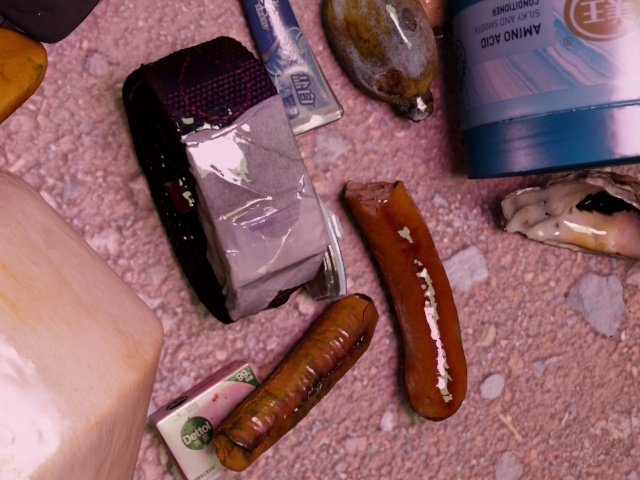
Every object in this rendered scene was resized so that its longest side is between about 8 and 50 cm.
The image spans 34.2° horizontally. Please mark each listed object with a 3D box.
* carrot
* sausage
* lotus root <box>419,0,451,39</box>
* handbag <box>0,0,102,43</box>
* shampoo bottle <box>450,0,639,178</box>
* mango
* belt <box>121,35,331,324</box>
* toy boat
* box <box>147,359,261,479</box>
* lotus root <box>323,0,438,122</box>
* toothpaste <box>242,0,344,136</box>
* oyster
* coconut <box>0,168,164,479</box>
[{"bbox_3d":[-0.023,0.151,1.152,0.260,0.070,0.070,-42,106,-36],"label":"carrot"},{"bbox_3d":[0.109,0.063,1.228,0.103,0.076,0.302,-25,97,-48],"label":"sausage"},{"bbox_3d":[0.118,-0.311,1.247,0.072,0.063,0.152,-32,105,-10],"label":"lotus root"},{"bbox_3d":[-0.295,-0.325,0.990,0.254,0.181,0.181,35,37,-21],"label":"handbag"},{"bbox_3d":[0.315,-0.255,1.184,0.331,0.331,0.343,-6,91,-23],"label":"shampoo bottle"},{"bbox_3d":[-0.363,-0.137,1.003,0.227,0.147,0.109,-31,126,-25],"label":"mango"},{"bbox_3d":[-0.088,-0.066,1.098,0.164,0.184,0.289,-25,105,-26],"label":"belt"},{"bbox_3d":[0.000,0.000,1.202,0.066,0.059,0.140,-22,94,-50],"label":"toy boat"},{"bbox_3d":[-0.116,0.202,1.157,0.125,0.043,0.089,-33,102,-20],"label":"box"},{"bbox_3d":[0.078,-0.226,1.214,0.113,0.088,0.192,-27,100,11],"label":"lotus root"},{"bbox_3d":[-0.055,-0.251,1.186,0.069,0.047,0.268,-30,105,-33],"label":"toothpaste"},{"bbox_3d":[0.362,-0.032,1.285,0.275,0.271,0.100,11,85,10],"label":"oyster"},{"bbox_3d":[-0.323,0.133,0.891,0.344,0.415,0.415,-36,105,11],"label":"coconut"}]
